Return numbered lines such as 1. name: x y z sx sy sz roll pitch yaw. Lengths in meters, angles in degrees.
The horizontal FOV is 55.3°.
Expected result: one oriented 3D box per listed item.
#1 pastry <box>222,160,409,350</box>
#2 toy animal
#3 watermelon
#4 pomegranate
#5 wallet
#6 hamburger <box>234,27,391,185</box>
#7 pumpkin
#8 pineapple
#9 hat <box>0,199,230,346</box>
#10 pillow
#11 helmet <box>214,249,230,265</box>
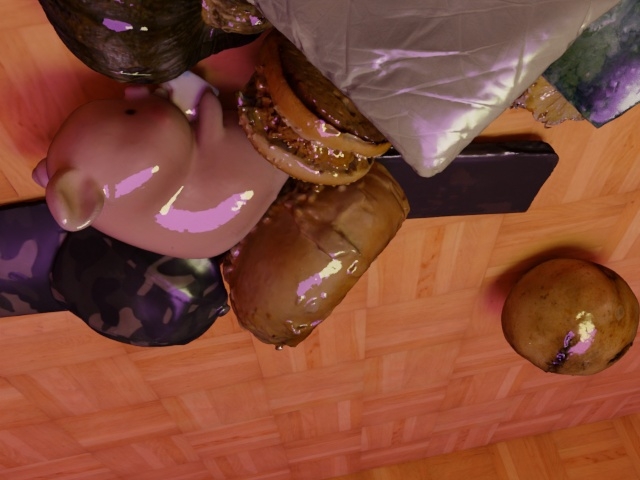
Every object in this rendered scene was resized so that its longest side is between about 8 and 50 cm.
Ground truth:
1. pastry: -0.025 0.000 0.845 0.184 0.284 0.316 40 156 1
2. toy animal: -0.173 -0.089 0.716 0.256 0.195 0.213 23 93 -30
3. watermelon: 0.288 -0.262 0.642 0.212 0.262 0.201 -37 167 25
4. pomegranate: 0.499 0.153 1.234 0.260 0.261 0.260 -9 144 -6
5. wallet: 0.205 -0.092 0.959 0.309 0.042 0.165 -3 143 -8
6. hamburger: -0.001 -0.153 0.688 0.181 0.191 0.118 31 135 -21
7. pumpkin: -0.151 -0.224 0.590 0.247 0.126 0.131 1 144 -20
8. pineapple: 0.349 -0.228 0.817 0.221 0.047 0.221 -8 146 -6
9. hat: -0.354 0.087 0.901 0.381 0.257 0.366 -25 146 -17
10. pillow: 0.105 -0.244 0.550 0.274 0.076 0.281 44 104 -6
11. helmet: -0.165 -0.009 0.939 0.089 0.057 0.111 -43 168 -36
